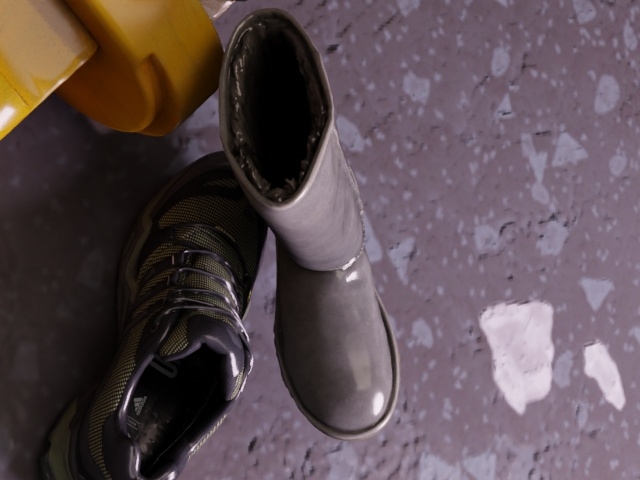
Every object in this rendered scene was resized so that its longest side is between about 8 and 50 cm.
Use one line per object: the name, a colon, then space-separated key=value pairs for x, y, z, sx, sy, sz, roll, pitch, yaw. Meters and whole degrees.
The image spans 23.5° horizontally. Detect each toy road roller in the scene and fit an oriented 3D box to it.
toy road roller: x=-0.170 y=-0.186 z=0.761 sx=0.240 sy=0.202 sz=0.329 roll=-47 pitch=113 yaw=-19

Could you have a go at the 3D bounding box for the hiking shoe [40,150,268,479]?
hiking shoe: x=-0.066 y=0.050 z=0.850 sx=0.086 sy=0.114 sz=0.227 roll=32 pitch=67 yaw=-29

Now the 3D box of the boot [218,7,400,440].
boot: x=-0.002 y=0.002 z=0.800 sx=0.076 sy=0.208 sz=0.190 roll=-14 pitch=76 yaw=-4
